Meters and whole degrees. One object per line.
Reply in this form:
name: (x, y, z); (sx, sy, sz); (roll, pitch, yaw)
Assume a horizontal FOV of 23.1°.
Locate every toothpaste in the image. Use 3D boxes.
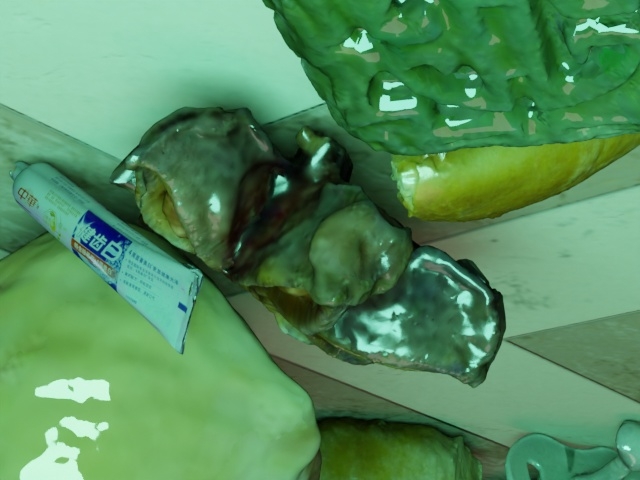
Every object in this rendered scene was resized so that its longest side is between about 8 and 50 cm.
toothpaste: (-0.114, -0.001, 0.806); (0.028, 0.045, 0.170); (-1, -153, -43)

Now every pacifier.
pacifier: (0.226, 0.194, 1.251); (0.150, 0.127, 0.116); (19, 130, -17)

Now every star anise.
star anise: (-0.001, -0.001, 0.789); (0.214, 0.099, 0.220); (26, 174, -2)

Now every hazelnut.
hazelnut: (-0.110, 0.114, 0.896); (0.241, 0.261, 0.261); (-4, 157, 37)

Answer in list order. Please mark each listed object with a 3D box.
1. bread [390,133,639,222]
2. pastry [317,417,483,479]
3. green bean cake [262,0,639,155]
bread: (0.097, -0.045, 0.708); (0.136, 0.054, 0.154); (-18, -171, 2)
pastry: (0.037, 0.212, 1.329); (0.192, 0.093, 0.182); (7, 155, -6)
green bean cake: (0.070, -0.108, 0.553); (0.183, 0.094, 0.185); (-2, 152, 18)
